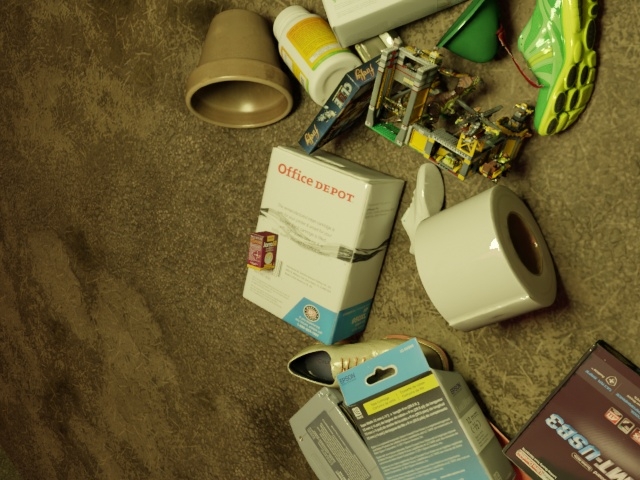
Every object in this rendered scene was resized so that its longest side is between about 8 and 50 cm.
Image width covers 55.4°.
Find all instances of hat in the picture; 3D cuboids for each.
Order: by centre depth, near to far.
[{"bbox_3d":[0.341,-0.373,1.192,0.183,0.208,0.173,40,149,-7],"label":"hat"}]

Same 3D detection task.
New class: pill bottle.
[{"bbox_3d":[-0.013,-0.435,1.412,0.136,0.136,0.246,-52,54,29],"label":"pill bottle"}]

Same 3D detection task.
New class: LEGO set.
[{"bbox_3d":[0.255,-0.278,1.170,0.331,0.255,0.192,45,141,31],"label":"LEGO set"}]

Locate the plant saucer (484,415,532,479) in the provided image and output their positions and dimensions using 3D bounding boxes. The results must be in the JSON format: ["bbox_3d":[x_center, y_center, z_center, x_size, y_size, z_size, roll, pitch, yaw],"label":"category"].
[{"bbox_3d":[0.360,0.528,1.332,0.259,0.047,0.258,45,120,24],"label":"plant saucer"}]

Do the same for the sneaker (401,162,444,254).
[{"bbox_3d":[0.218,-0.064,1.346,0.094,0.080,0.212,6,101,48],"label":"sneaker"}]

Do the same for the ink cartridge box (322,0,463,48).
[{"bbox_3d":[0.136,-0.584,1.226,0.309,0.130,0.272,-18,84,10],"label":"ink cartridge box"}]

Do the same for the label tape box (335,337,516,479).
[{"bbox_3d":[0.217,0.397,1.316,0.249,0.115,0.348,-35,76,35],"label":"label tape box"}]

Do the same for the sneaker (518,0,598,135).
[{"bbox_3d":[0.438,-0.344,1.139,0.123,0.109,0.295,19,109,55],"label":"sneaker"}]

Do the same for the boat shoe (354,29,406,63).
[{"bbox_3d":[0.076,-0.502,1.366,0.091,0.109,0.305,-40,76,28],"label":"boat shoe"}]

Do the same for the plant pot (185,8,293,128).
[{"bbox_3d":[-0.199,-0.437,1.515,0.263,0.263,0.229,-12,72,37],"label":"plant pot"}]

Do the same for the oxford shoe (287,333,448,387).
[{"bbox_3d":[0.102,0.303,1.428,0.397,0.146,0.140,-10,87,36],"label":"oxford shoe"}]

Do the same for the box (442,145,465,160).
[{"bbox_3d":[0.259,-0.179,1.255,0.081,0.136,0.028,35,115,27],"label":"box"}]

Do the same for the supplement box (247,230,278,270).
[{"bbox_3d":[-0.134,0.024,1.418,0.043,0.055,0.083,16,106,36],"label":"supplement box"}]

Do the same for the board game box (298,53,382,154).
[{"bbox_3d":[0.063,-0.298,1.320,0.042,0.165,0.243,49,144,3],"label":"board game box"}]

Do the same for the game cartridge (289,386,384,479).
[{"bbox_3d":[0.050,0.539,1.560,0.196,0.060,0.294,-48,68,27],"label":"game cartridge"}]

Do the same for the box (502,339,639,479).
[{"bbox_3d":[0.548,0.391,1.136,0.295,0.073,0.293,42,108,25],"label":"box"}]

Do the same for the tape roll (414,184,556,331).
[{"bbox_3d":[0.319,0.036,1.174,0.169,0.246,0.246,-27,80,35],"label":"tape roll"}]

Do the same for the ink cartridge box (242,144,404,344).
[{"bbox_3d":[0.000,0.000,1.452,0.285,0.166,0.395,25,111,32],"label":"ink cartridge box"}]
